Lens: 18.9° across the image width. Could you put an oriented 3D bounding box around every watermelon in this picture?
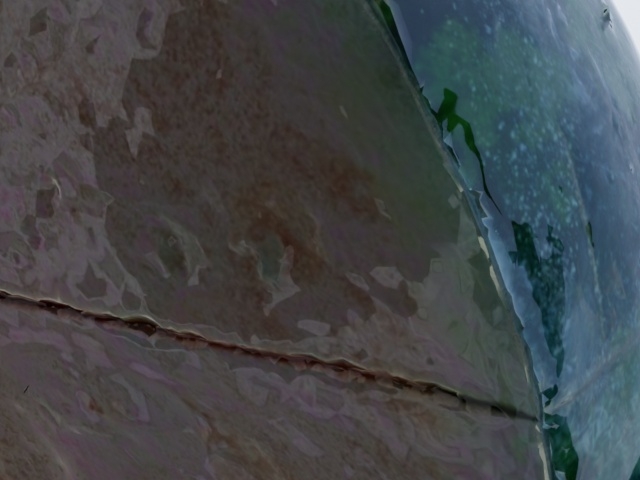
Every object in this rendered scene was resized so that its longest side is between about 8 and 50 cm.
[{"bbox_3d":[0.029,0.004,0.595,0.319,0.222,0.292,47,-48,10],"label":"watermelon"}]
